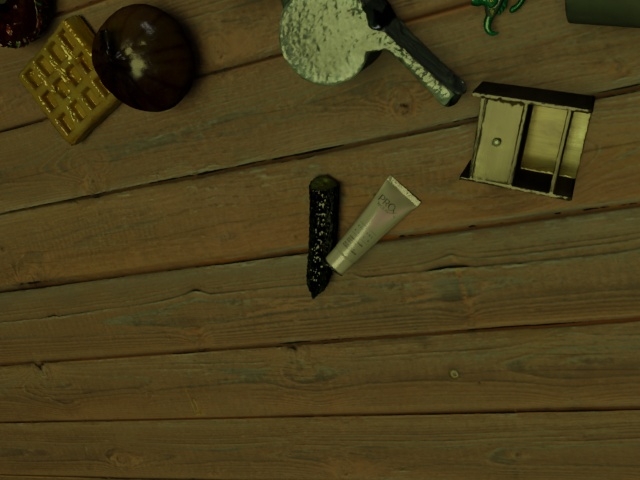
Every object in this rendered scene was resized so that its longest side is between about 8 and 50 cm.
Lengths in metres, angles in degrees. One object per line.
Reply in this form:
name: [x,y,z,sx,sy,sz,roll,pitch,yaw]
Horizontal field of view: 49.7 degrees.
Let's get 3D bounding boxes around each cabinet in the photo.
cabinet: [0.390,-0.194,1.318,0.215,0.148,0.175,13,115,18]

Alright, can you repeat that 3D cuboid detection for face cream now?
face cream: [0.108,-0.025,1.539,0.092,0.058,0.244,42,102,2]

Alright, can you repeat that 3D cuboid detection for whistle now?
whistle: [0.100,-0.395,1.348,0.404,0.168,0.188,15,117,11]

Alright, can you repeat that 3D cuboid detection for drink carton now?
drink carton: [0.518,-0.429,1.153,0.189,0.191,0.186,9,76,26]

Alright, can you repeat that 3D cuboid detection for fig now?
fig: [-0.398,-0.397,1.533,0.235,0.214,0.235,7,136,7]

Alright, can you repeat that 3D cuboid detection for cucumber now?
cucumber: [0.002,0.000,1.598,0.072,0.072,0.300,12,116,18]

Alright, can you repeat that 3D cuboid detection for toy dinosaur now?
toy dinosaur: [0.334,-0.452,1.294,0.096,0.059,0.132,18,108,9]

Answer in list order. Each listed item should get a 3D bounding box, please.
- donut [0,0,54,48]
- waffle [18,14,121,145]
donut: [-0.741,-0.578,1.657,0.235,0.089,0.235,7,112,18]
waffle: [-0.605,-0.387,1.697,0.248,0.055,0.221,-34,95,29]
